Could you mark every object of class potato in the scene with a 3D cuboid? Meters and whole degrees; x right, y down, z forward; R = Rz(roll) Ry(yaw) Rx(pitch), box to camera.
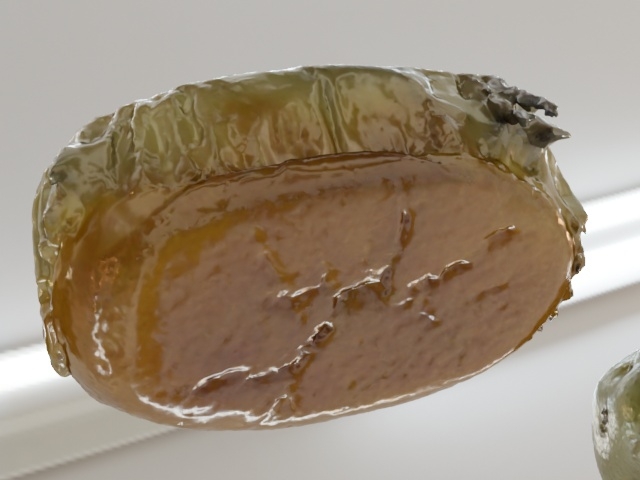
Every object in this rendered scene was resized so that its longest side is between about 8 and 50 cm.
[{"bbox_3d":[0.325,0.202,0.988,0.251,0.159,0.174,50,-175,-5],"label":"potato"}]

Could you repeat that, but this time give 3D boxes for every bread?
[{"bbox_3d":[0.000,0.009,0.832,0.388,0.236,0.183,-9,-132,-14],"label":"bread"}]
